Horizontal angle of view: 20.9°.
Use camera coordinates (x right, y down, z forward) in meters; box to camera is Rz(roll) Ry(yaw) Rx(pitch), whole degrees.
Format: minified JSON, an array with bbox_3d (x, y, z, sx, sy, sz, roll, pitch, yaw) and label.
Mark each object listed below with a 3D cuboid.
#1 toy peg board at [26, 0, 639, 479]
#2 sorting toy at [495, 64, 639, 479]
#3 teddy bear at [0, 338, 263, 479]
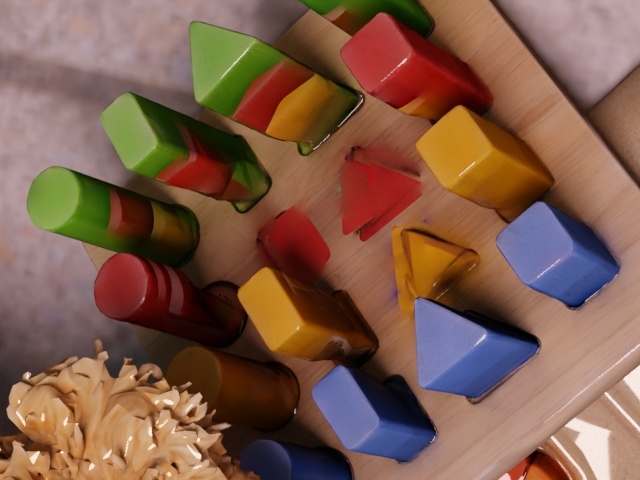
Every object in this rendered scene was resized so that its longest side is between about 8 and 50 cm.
[{"bbox_3d":[0.000,0.000,0.520,0.161,0.079,0.160,-42,61,16],"label":"toy peg board"},{"bbox_3d":[0.143,0.056,0.519,0.307,0.041,0.229,-44,79,15],"label":"sorting toy"},{"bbox_3d":[-0.159,0.130,0.511,0.338,0.113,0.245,11,101,25],"label":"teddy bear"}]
